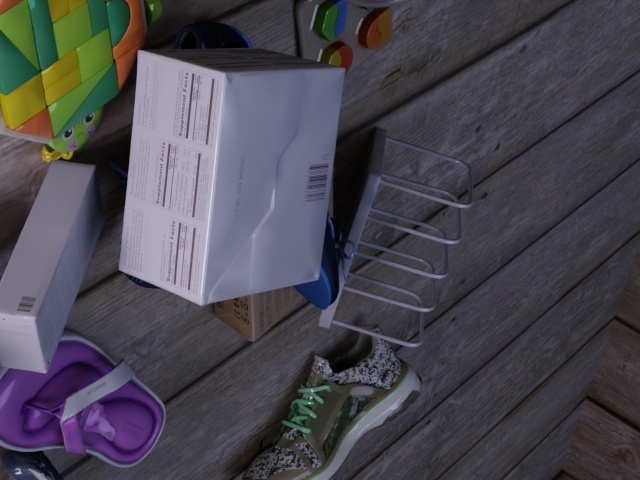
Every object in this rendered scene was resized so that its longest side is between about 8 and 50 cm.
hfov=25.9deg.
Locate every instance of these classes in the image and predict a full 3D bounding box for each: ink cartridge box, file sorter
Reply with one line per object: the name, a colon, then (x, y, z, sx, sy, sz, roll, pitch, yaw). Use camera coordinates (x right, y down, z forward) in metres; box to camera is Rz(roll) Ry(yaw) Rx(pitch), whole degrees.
ink cartridge box: (-0.071, 0.005, 2.067, 0.193, 0.088, 0.235, -42, 149, -32)
file sorter: (0.123, -0.001, 2.220, 0.193, 0.173, 0.278, -80, -173, -63)

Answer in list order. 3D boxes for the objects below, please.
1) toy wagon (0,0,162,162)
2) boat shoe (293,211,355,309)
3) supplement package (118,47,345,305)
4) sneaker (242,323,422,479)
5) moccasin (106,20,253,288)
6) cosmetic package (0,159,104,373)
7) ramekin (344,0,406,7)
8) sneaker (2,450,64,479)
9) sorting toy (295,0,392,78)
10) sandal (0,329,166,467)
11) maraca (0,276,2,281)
toy wagon: (-0.278, -0.210, 1.495, 0.267, 0.068, 0.344, -41, 149, -30)
boat shoe: (0.000, 0.000, 1.970, 0.089, 0.109, 0.258, -49, 154, -26)
supplement package: (-0.102, -0.083, 1.611, 0.204, 0.145, 0.262, -10, 113, -48)
sneaker: (-0.004, 0.295, 2.504, 0.410, 0.158, 0.182, -39, 117, -30)
moccasin: (-0.194, -0.110, 1.716, 0.117, 0.137, 0.342, 8, 98, -57)
cosmetic package: (-0.310, 0.026, 1.587, 0.099, 0.060, 0.239, 88, 11, -46)
ramekin: (0.086, -0.400, 1.776, 0.109, 0.207, 0.207, -18, 134, -65)
sneaker: (-0.391, 0.388, 1.918, 0.122, 0.110, 0.283, -34, 142, -16)
sorting toy: (0.042, -0.307, 1.978, 0.193, 0.038, 0.208, -42, 150, -29)
sandal: (-0.302, 0.224, 1.869, 0.416, 0.102, 0.169, 31, 80, -64)
maraca: (-0.403, 0.055, 1.542, 0.127, 0.099, 0.186, -22, 119, -57)
